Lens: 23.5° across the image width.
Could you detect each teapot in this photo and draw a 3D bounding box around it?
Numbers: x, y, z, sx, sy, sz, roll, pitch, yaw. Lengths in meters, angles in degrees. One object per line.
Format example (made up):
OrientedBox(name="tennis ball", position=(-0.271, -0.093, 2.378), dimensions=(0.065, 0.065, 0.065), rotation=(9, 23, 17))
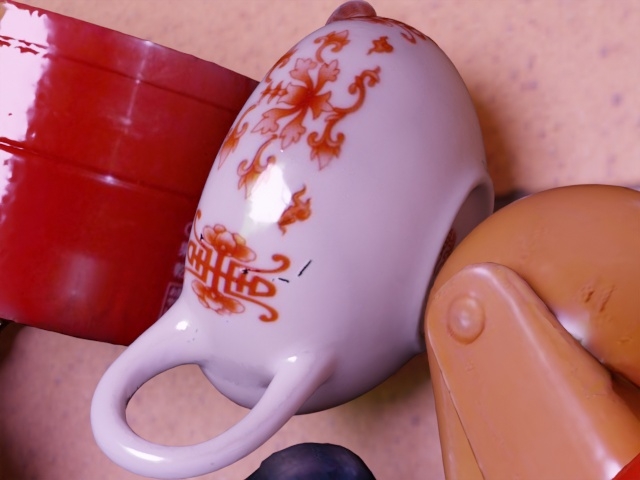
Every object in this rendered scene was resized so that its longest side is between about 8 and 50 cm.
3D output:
OrientedBox(name="teapot", position=(0.000, 0.000, 0.596), dimensions=(0.116, 0.245, 0.159), rotation=(32, 138, 11))

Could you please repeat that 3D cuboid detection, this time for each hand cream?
OrientedBox(name="hand cream", position=(-0.118, -0.032, 0.671), dimensions=(0.193, 0.193, 0.125), rotation=(15, 89, 34))

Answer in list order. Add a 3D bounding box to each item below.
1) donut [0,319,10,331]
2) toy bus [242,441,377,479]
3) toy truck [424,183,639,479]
OrientedBox(name="donut", position=(-0.245, 0.095, 0.716), dimensions=(0.096, 0.230, 0.216), rotation=(43, 114, -16))
OrientedBox(name="toy bus", position=(-0.040, 0.223, 0.535), dimensions=(0.194, 0.288, 0.232), rotation=(47, 137, 51))
OrientedBox(name="toy truck", position=(0.156, 0.048, 0.483), dimensions=(0.265, 0.189, 0.239), rotation=(-45, 56, 30))
